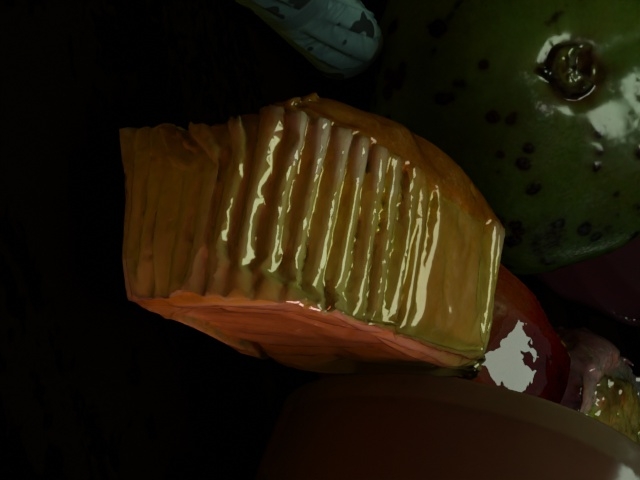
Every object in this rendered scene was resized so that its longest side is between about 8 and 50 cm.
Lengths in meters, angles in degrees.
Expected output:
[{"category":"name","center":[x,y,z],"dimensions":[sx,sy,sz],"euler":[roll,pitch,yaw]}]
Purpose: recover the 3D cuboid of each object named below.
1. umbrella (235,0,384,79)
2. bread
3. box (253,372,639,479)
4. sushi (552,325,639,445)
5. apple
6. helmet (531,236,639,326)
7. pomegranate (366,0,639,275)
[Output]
[{"category":"umbrella","center":[-0.026,-0.163,1.191],"dimensions":[0.250,0.053,0.052],"euler":[39,54,-60]},{"category":"bread","center":[0.000,0.000,1.093],"dimensions":[0.250,0.179,0.133],"euler":[24,75,-53]},{"category":"box","center":[0.075,0.245,1.139],"dimensions":[0.301,0.301,0.216],"euler":[59,45,-46]},{"category":"sushi","center":[0.211,0.141,1.610],"dimensions":[0.241,0.107,0.161],"euler":[-34,121,-55]},{"category":"apple","center":[0.074,0.081,1.280],"dimensions":[0.158,0.156,0.147],"euler":[38,57,-31]},{"category":"helmet","center":[0.239,-0.030,1.578],"dimensions":[0.177,0.225,0.305],"euler":[-43,130,-23]},{"category":"pomegranate","center":[0.145,-0.102,1.358],"dimensions":[0.270,0.254,0.254],"euler":[-155,-118,-89]}]
